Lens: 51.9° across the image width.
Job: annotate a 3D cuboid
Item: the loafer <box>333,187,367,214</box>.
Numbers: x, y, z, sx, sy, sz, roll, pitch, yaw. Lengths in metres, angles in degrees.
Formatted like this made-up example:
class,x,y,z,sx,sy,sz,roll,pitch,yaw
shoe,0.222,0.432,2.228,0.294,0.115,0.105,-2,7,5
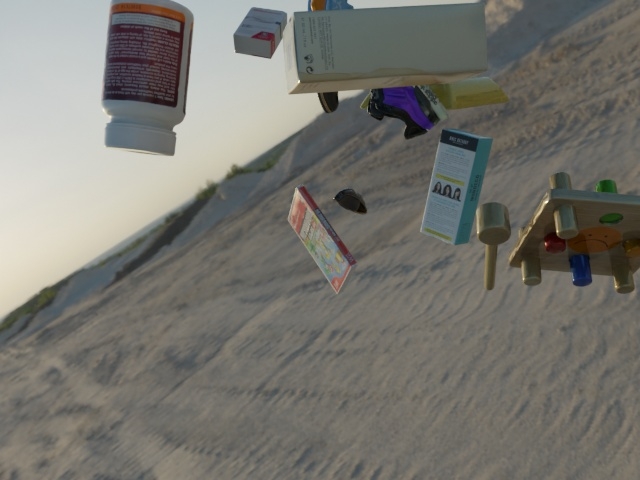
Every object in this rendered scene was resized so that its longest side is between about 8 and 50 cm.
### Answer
class,x,y,z,sx,sy,sz,roll,pitch,yaw
loafer,0.099,-0.119,2.044,0.062,0.061,0.170,-45,-23,20

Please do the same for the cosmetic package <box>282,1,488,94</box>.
class,x,y,z,sx,sy,sz,roll,pitch,yaw
cosmetic package,0.100,-0.315,1.092,0.310,0.113,0.160,-5,7,-8

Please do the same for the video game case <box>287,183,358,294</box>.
class,x,y,z,sx,sy,sz,roll,pitch,yaw
video game case,0.000,0.000,1.895,0.025,0.285,0.204,-27,-18,-22

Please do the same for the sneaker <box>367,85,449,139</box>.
class,x,y,z,sx,sy,sz,roll,pitch,yaw
sneaker,0.153,-0.357,1.525,0.146,0.293,0.102,-39,-3,13

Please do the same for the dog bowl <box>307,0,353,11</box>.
class,x,y,z,sx,sy,sz,roll,pitch,yaw
dog bowl,0.032,-0.701,1.772,0.074,0.297,0.166,-3,27,-24

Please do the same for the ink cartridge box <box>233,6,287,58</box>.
class,x,y,z,sx,sy,sz,roll,pitch,yaw
ink cartridge box,-0.165,-0.580,1.833,0.109,0.063,0.150,12,49,10

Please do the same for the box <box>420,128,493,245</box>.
class,x,y,z,sx,sy,sz,roll,pitch,yaw
box,0.303,-0.120,1.473,0.060,0.244,0.101,-9,26,-45

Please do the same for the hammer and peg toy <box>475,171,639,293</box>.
class,x,y,z,sx,sy,sz,roll,pitch,yaw
hammer and peg toy,0.455,-0.011,1.234,0.266,0.362,0.127,94,-179,-59

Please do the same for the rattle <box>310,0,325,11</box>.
class,x,y,z,sx,sy,sz,roll,pitch,yaw
rattle,-0.072,-0.608,1.503,0.130,0.200,0.142,-74,-2,-62

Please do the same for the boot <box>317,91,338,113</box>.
class,x,y,z,sx,sy,sz,roll,pitch,yaw
boot,0.062,-0.417,1.662,0.137,0.197,0.077,4,37,19

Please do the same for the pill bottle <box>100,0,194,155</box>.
class,x,y,z,sx,sy,sz,roll,pitch,yaw
pill bottle,-0.469,-0.433,1.772,0.224,0.392,0.224,6,2,0

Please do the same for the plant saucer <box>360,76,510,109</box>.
class,x,y,z,sx,sy,sz,roll,pitch,yaw
plant saucer,0.342,-0.443,1.968,0.333,0.080,0.333,11,21,43
